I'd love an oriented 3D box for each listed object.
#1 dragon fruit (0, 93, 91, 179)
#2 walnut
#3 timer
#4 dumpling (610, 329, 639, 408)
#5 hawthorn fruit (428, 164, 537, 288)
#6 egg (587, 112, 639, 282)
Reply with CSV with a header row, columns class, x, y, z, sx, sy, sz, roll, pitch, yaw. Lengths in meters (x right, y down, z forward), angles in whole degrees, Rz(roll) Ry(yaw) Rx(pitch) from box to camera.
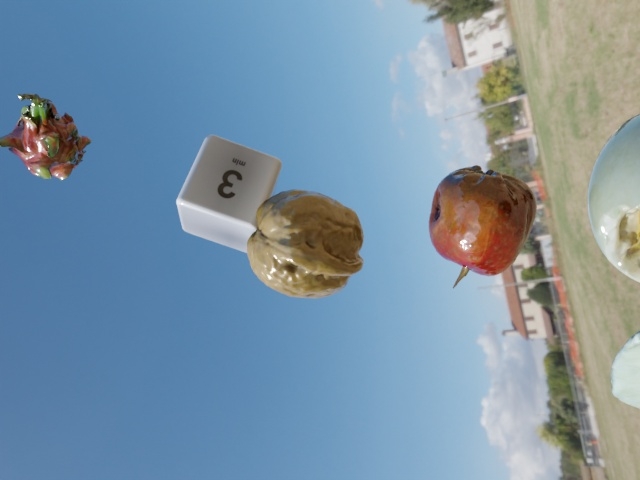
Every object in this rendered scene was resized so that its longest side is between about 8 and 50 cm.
class,x,y,z,sx,sy,sz,roll,pitch,yaw
dragon fruit,-0.550,-0.205,0.892,0.137,0.135,0.236,-61,5,-15
walnut,-0.021,0.011,0.960,0.257,0.256,0.225,1,-71,-64
timer,-0.220,-0.108,1.107,0.194,0.192,0.195,121,167,-68
dumpling,0.269,0.092,0.257,0.219,0.152,0.108,48,-160,-33
hawthorn fruit,0.384,-0.051,1.089,0.262,0.258,0.258,67,-152,-23
egg,0.601,-0.097,0.740,0.336,0.278,0.278,-54,-48,-27
